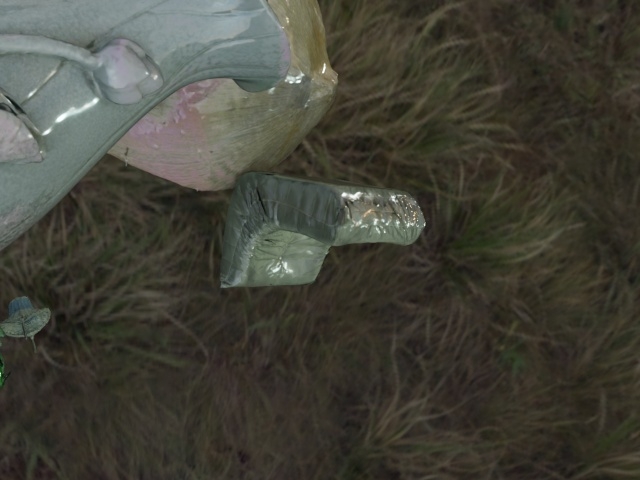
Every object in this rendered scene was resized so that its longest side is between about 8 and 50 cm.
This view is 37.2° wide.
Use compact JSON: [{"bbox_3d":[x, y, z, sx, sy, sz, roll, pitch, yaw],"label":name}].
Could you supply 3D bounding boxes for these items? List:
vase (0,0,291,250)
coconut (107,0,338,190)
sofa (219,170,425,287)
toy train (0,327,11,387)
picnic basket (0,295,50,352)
[{"bbox_3d":[-0.244,-0.120,0.742,0.445,0.250,0.250,-30,75,-19],"label":"vase"},{"bbox_3d":[-0.150,-0.257,1.415,0.404,0.404,0.404,4,66,-9],"label":"coconut"},{"bbox_3d":[0.000,0.000,1.364,0.225,0.210,0.176,13,97,38],"label":"sofa"},{"bbox_3d":[-0.491,0.180,1.126,0.188,0.132,0.243,31,89,-8],"label":"toy train"},{"bbox_3d":[-0.464,0.132,1.498,0.083,0.065,0.083,-20,64,-16],"label":"picnic basket"}]
